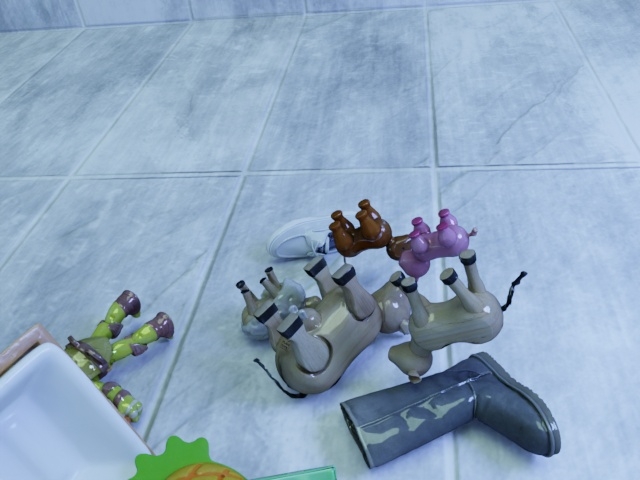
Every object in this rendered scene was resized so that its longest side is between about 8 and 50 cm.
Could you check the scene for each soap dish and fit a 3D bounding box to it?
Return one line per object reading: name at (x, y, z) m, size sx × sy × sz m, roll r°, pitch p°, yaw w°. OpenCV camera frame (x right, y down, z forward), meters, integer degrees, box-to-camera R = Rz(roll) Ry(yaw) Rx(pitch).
soap dish at (-0.344, 0.269, 0.651) m, size 0.118 × 0.229 × 0.291 m, roll -14°, pitch 26°, yaw 43°

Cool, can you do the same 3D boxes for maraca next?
maraca at (-0.134, 0.290, 0.673) m, size 0.127 × 0.099 × 0.186 m, roll -21°, pitch 47°, yaw -38°

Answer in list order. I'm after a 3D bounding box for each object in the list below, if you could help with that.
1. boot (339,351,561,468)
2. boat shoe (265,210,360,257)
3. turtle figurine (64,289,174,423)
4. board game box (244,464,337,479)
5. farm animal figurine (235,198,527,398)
boot at (0.149, 0.222, 0.745) m, size 0.209 × 0.076 × 0.190 m, roll -13°, pitch 23°, yaw -19°
boat shoe at (0.000, 0.000, 1.069) m, size 0.184 × 0.066 × 0.063 m, roll -10°, pitch 36°, yaw -20°
turtle figurine at (-0.332, 0.163, 0.885) m, size 0.270 × 0.087 × 0.217 m, roll 17°, pitch 44°, yaw 28°
board game box at (-0.124, 0.344, 0.567) m, size 0.317 × 0.046 × 0.213 m, roll -9°, pitch 71°, yaw -3°
farm animal figurine at (0.068, 0.100, 0.837) m, size 0.327 × 0.172 × 0.330 m, roll -34°, pitch 26°, yaw -6°
